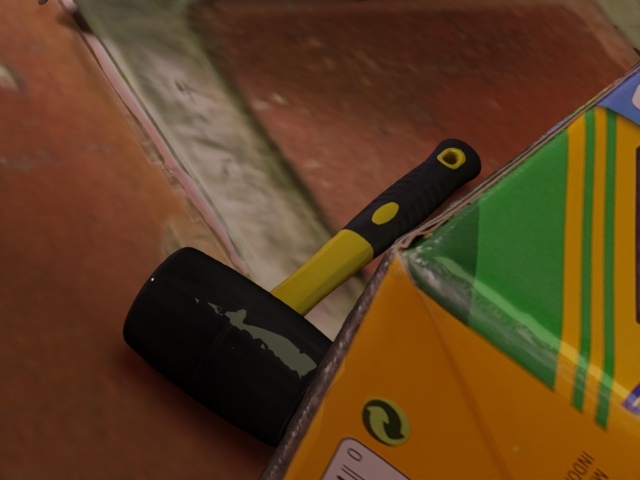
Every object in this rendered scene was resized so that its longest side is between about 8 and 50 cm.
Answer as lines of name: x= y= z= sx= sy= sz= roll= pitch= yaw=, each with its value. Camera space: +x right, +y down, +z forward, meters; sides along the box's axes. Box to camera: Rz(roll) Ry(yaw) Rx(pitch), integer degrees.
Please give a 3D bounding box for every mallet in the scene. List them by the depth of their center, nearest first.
mallet: x=0.000 y=0.000 z=0.635 sx=0.062 sy=0.039 sz=0.190 roll=30 pitch=33 yaw=7

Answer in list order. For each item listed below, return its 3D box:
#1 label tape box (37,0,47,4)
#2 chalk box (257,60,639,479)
label tape box: x=0.035 y=-0.230 z=0.745 sx=0.106 sy=0.241 sz=0.334 roll=28 pitch=39 yaw=-2
chalk box: x=0.128 y=0.056 z=0.524 sx=0.179 sy=0.180 sz=0.289 roll=39 pitch=41 yaw=15
